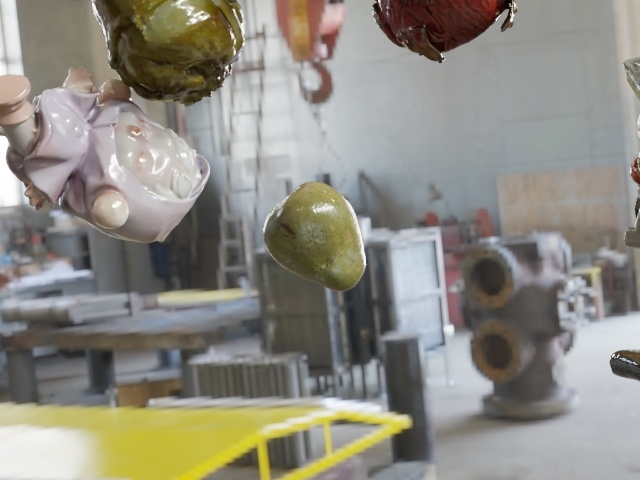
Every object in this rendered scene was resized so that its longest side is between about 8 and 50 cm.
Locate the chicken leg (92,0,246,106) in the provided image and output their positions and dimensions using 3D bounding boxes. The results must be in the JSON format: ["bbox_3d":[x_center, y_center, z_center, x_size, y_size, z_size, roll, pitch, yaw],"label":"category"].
[{"bbox_3d":[-0.208,-0.292,1.242,0.153,0.429,0.201,-38,43,-1],"label":"chicken leg"}]

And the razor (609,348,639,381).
[{"bbox_3d":[0.541,0.211,2.019,0.090,0.054,0.148,0,7,-20],"label":"razor"}]

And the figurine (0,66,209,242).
[{"bbox_3d":[-0.242,-0.087,1.286,0.276,0.200,0.133,27,-50,-32],"label":"figurine"}]

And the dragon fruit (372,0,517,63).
[{"bbox_3d":[0.142,-0.367,1.649,0.218,0.223,0.148,-21,-37,31],"label":"dragon fruit"}]

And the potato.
[{"bbox_3d":[0.000,0.000,2.073,0.157,0.194,0.157,-38,10,8],"label":"potato"}]

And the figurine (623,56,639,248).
[{"bbox_3d":[0.411,-0.105,1.368,0.308,0.308,0.143,-9,27,-40],"label":"figurine"}]
